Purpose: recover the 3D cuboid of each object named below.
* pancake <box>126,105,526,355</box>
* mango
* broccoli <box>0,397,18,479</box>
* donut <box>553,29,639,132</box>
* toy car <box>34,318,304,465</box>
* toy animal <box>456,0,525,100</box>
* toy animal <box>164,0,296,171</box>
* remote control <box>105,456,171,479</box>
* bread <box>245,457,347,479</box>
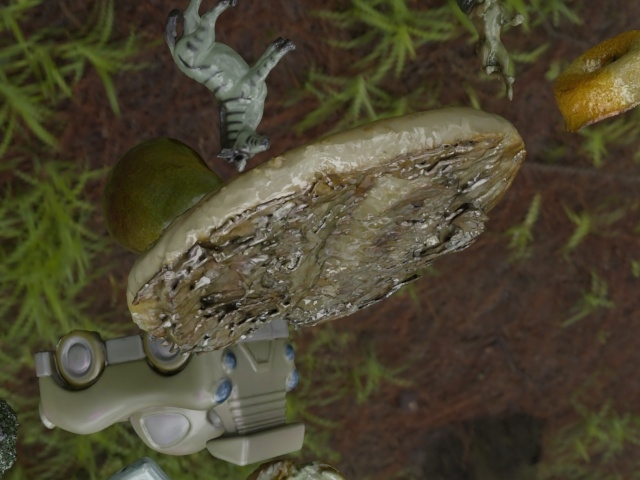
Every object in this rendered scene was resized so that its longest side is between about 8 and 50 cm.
[{"bbox_3d":[0.001,0.001,1.187,0.382,0.071,0.382,-20,159,-8],"label":"pancake"},{"bbox_3d":[-0.173,-0.047,1.430,0.111,0.267,0.133,30,81,-24],"label":"mango"},{"bbox_3d":[-0.394,0.214,1.396,0.138,0.162,0.145,-13,111,31],"label":"broccoli"},{"bbox_3d":[0.419,-0.238,1.916,0.174,0.074,0.190,-41,-166,-22],"label":"donut"},{"bbox_3d":[-0.211,0.217,1.882,0.336,0.226,0.242,-14,174,29],"label":"toy car"},{"bbox_3d":[0.240,-0.289,1.822,0.069,0.219,0.086,3,151,-26],"label":"toy animal"},{"bbox_3d":[-0.124,-0.213,1.707,0.176,0.217,0.073,-51,176,1],"label":"toy animal"},{"bbox_3d":[-0.125,0.233,1.095,0.053,0.018,0.124,-34,108,15],"label":"remote control"},{"bbox_3d":[-0.032,0.318,1.252,0.128,0.232,0.088,17,139,-8],"label":"bread"}]
